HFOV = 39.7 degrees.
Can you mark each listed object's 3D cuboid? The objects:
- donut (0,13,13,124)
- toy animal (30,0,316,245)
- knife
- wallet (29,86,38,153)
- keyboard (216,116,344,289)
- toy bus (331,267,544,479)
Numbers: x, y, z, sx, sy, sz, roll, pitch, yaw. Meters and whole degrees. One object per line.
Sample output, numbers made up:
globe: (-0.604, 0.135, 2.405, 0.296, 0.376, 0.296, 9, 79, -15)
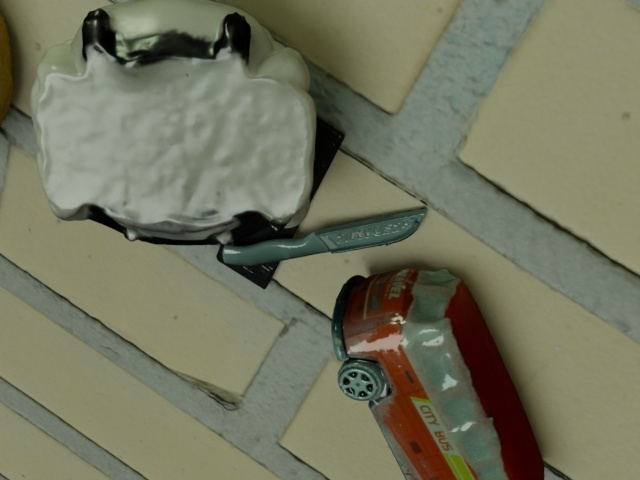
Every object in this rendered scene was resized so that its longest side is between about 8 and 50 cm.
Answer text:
donut: (-0.404, -0.177, 0.842, 0.253, 0.118, 0.253, 17, 131, 20)
toy animal: (-0.106, -0.096, 0.697, 0.208, 0.156, 0.204, 1, 115, 1)
knife: (0.000, 0.001, 0.792, 0.210, 0.015, 0.028, -10, 117, 27)
wallet: (-0.196, -0.080, 0.850, 0.182, 0.032, 0.124, 18, 129, 15)
keyboard: (-0.041, -0.036, 0.804, 0.061, 0.013, 0.204, 33, 131, 5)
toy bus: (0.109, 0.144, 0.783, 0.119, 0.121, 0.265, -15, 113, 27)
